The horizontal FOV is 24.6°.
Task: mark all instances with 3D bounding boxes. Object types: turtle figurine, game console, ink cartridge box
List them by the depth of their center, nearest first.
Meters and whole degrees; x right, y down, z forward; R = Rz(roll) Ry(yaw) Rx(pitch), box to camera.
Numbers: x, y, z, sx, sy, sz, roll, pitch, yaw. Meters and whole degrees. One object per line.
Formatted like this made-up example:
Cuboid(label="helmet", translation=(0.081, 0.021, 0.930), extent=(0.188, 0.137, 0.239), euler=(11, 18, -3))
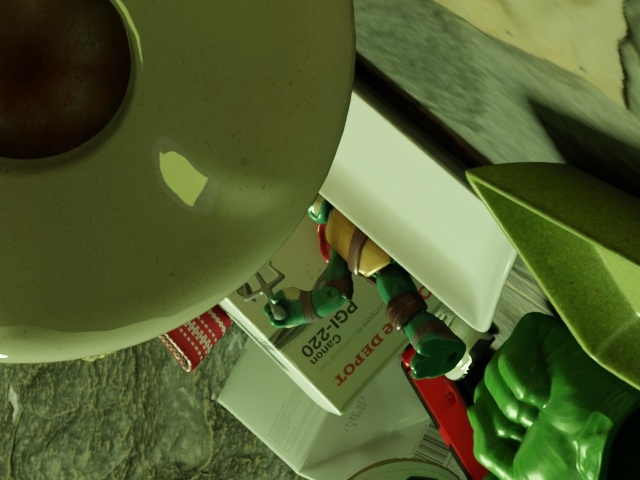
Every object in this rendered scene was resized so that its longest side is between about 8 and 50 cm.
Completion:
Cuboid(label="turtle figurine", translation=(0.033, -0.001, 1.143), extent=(0.234, 0.118, 0.175), euler=(36, 128, 39))
Cuboid(label="ink cartridge box", translation=(-0.012, 0.023, 1.298), extent=(0.218, 0.158, 0.092), euler=(47, 171, -21))
Cuboid(label="game console", translation=(0.235, 0.283, 1.487), extent=(0.386, 0.060, 0.342), euler=(48, -175, -31))

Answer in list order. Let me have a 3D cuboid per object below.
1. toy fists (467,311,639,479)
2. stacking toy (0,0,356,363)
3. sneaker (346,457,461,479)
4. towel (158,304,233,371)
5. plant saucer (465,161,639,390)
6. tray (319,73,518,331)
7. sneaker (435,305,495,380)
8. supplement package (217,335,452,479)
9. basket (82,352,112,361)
Cuboid(label="toy fists", translation=(0.178, 0.183, 1.111), extent=(0.142, 0.096, 0.279), euler=(35, 143, 44))
Cuboid(label="stacking toy", translation=(-0.185, -0.174, 0.935), extent=(0.350, 0.351, 0.480), euler=(48, -170, -25))
Cuboid(label="sneaker", translation=(0.128, 0.302, 1.291), extent=(0.282, 0.099, 0.153), euler=(39, -163, -41))
Cuboid(label="towel", translation=(-0.123, -0.030, 1.360), extent=(0.031, 0.275, 0.199), euler=(-29, 107, 37))
Cuboid(label="plant saucer", translation=(0.185, 0.036, 0.783), extent=(0.188, 0.045, 0.188), euler=(35, 167, 50))
Cuboid(label="tray", translation=(0.033, -0.060, 1.013), extent=(0.270, 0.030, 0.145), euler=(42, 154, 18))
Cuboid(label="sneaker", translation=(0.107, 0.083, 1.381), extent=(0.075, 0.057, 0.161), euler=(40, 176, -10))
Cuboid(label="supplement package", translation=(0.028, 0.187, 1.763), extent=(0.175, 0.177, 0.293), euler=(27, 180, -24))
Cuboid(label="basket", translation=(-0.263, -0.041, 1.706), extent=(0.223, 0.299, 0.213), euler=(31, 168, 37))
